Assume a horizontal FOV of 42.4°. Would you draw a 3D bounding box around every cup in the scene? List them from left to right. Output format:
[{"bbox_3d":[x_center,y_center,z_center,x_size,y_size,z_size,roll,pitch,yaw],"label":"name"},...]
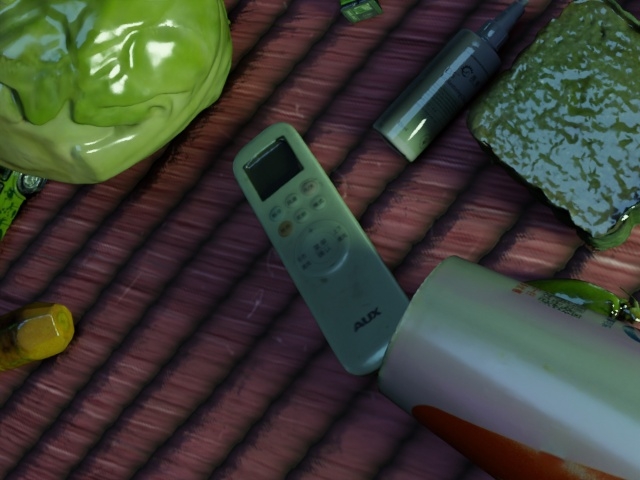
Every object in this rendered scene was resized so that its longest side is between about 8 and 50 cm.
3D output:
[{"bbox_3d":[0.200,0.135,0.637,0.288,0.203,0.203,29,87,22],"label":"cup"}]

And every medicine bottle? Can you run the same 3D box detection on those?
[{"bbox_3d":[0.139,-0.169,0.832,0.199,0.057,0.057,-46,64,3],"label":"medicine bottle"}]

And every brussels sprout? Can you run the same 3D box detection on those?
[{"bbox_3d":[-0.239,-0.220,0.884,0.328,0.247,0.328,-9,53,12],"label":"brussels sprout"}]

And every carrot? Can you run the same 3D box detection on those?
[{"bbox_3d":[-0.430,0.138,0.969,0.314,0.066,0.066,-17,70,17],"label":"carrot"}]

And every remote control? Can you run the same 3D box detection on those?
[{"bbox_3d":[0.000,-0.001,0.825,0.090,0.038,0.309,-38,55,11],"label":"remote control"}]

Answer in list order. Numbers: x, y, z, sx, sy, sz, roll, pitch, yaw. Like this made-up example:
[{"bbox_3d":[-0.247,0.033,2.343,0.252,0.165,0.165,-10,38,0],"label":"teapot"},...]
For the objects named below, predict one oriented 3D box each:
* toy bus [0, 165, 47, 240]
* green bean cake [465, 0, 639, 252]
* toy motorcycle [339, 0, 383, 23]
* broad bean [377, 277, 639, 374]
[{"bbox_3d":[-0.439,-0.037,0.978,0.113,0.139,0.302,27,88,28],"label":"toy bus"},{"bbox_3d":[0.251,-0.104,0.748,0.173,0.094,0.181,-46,65,5],"label":"green bean cake"},{"bbox_3d":[0.099,-0.305,0.887,0.173,0.058,0.100,-14,78,19],"label":"toy motorcycle"},{"bbox_3d":[0.158,0.076,0.761,0.254,0.046,0.065,-17,83,15],"label":"broad bean"}]
